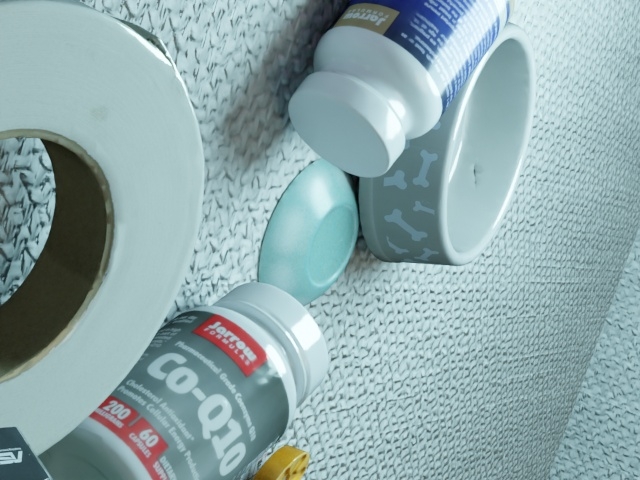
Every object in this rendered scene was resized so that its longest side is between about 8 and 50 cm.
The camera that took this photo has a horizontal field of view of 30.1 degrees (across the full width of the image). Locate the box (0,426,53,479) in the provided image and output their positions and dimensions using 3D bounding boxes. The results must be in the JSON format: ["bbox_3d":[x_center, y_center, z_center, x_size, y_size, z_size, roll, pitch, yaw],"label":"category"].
[{"bbox_3d":[-0.343,0.227,0.792,0.270,0.060,0.216,6,125,-52],"label":"box"}]

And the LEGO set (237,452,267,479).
[{"bbox_3d":[-0.114,0.232,1.356,0.244,0.060,0.182,-24,131,-69],"label":"LEGO set"}]

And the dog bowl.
[{"bbox_3d":[0.171,-0.126,1.491,0.349,0.102,0.348,-42,140,-49],"label":"dog bowl"}]

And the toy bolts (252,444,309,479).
[{"bbox_3d":[-0.041,0.388,1.421,0.228,0.158,0.218,-39,154,-41],"label":"toy bolts"}]

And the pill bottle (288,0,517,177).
[{"bbox_3d":[0.087,-0.203,1.264,0.264,0.153,0.153,-55,150,-25],"label":"pill bottle"}]

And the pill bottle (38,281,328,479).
[{"bbox_3d":[-0.126,0.162,1.140,0.283,0.161,0.161,-39,141,-44],"label":"pill bottle"}]

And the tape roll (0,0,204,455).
[{"bbox_3d":[-0.247,0.004,0.847,0.392,0.072,0.392,-32,136,-36],"label":"tape roll"}]

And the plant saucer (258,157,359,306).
[{"bbox_3d":[0.000,0.000,1.383,0.195,0.037,0.194,-41,142,-43],"label":"plant saucer"}]
